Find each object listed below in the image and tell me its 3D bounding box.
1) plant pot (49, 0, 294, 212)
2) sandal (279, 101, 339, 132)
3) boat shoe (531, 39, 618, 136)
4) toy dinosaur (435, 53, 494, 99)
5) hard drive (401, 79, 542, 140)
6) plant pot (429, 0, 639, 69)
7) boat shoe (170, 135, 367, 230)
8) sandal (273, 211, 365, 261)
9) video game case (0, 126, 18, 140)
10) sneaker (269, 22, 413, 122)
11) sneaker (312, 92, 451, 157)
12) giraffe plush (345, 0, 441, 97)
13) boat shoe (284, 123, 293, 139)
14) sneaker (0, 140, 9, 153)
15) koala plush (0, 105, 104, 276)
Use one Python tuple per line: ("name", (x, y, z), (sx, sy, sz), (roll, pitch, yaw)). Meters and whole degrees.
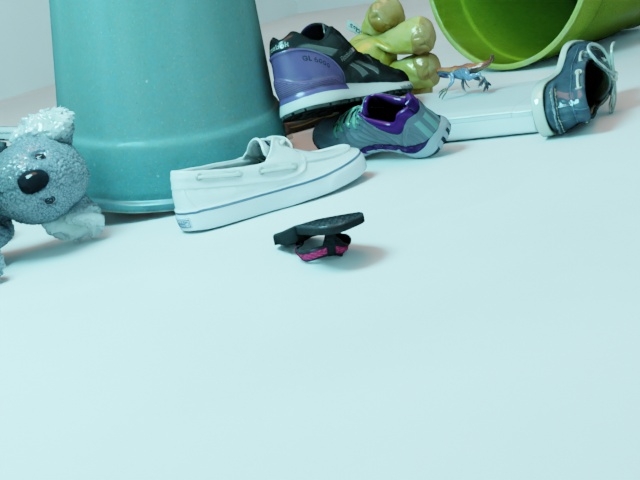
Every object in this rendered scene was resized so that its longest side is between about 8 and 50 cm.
("plant pot", (-0.215, -0.249, 1.755), (0.341, 0.334, 0.341), (-5, 22, 2))
("sandal", (-0.022, -0.213, 2.122), (0.219, 0.060, 0.090), (-11, 14, 4))
("boat shoe", (0.341, -0.204, 1.704), (0.079, 0.095, 0.254), (-6, 16, 28))
("toy dinosaur", (0.200, -0.235, 1.849), (0.082, 0.090, 0.047), (35, 22, 28))
("hard drive", (0.188, -0.175, 1.838), (0.307, 0.040, 0.203), (-3, 16, 31))
("plant pot", (0.437, -0.490, 2.344), (0.353, 0.366, 0.366), (-8, 8, -41))
("boat shoe", (-0.059, -0.085, 1.589), (0.258, 0.084, 0.095), (-20, 16, -30))
("sandal", (0.000, 0.000, 1.318), (0.067, 0.040, 0.179), (-11, -2, -17))
("video game case", (-0.398, -0.158, 1.966), (0.173, 0.022, 0.190), (4, 5, 40))
("sneaker", (0.033, -0.242, 1.805), (0.107, 0.124, 0.283), (-17, -1, 32))
("sneaker", (0.062, -0.162, 1.723), (0.224, 0.098, 0.083), (1, 59, 43))
("giraffe plush", (0.058, -0.266, 2.028), (0.170, 0.181, 0.210), (-34, 40, -32))
("boat shoe", (-0.190, -0.182, 2.067), (0.335, 0.095, 0.112), (-1, 18, 40))
("sneaker", (-0.519, -0.092, 1.984), (0.121, 0.112, 0.299), (4, 1, -5))
("koala plush", (-0.378, -0.062, 1.575), (0.221, 0.196, 0.203), (-21, 4, -18))
